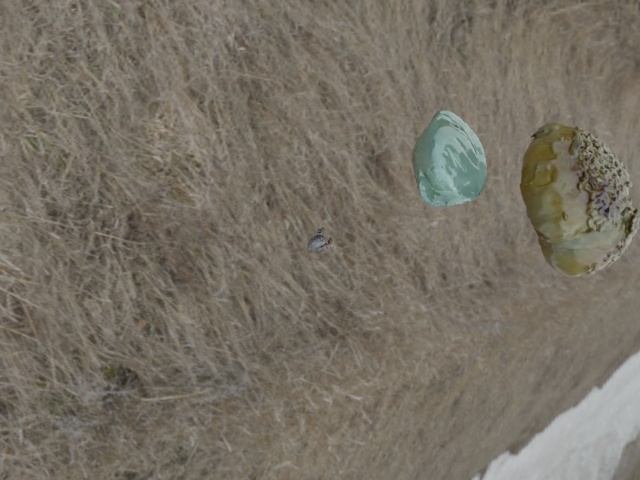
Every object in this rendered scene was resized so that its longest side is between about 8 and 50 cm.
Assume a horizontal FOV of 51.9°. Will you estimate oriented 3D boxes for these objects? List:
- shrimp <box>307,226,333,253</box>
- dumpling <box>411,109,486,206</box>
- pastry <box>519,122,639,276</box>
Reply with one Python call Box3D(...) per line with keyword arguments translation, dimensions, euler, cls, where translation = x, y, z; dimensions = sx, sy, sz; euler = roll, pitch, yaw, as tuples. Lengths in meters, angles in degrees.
Box3D(translation=(0.003, 0.002, 1.117), dimensions=(0.038, 0.029, 0.092), euler=(49, 25, -6), cls="shrimp")
Box3D(translation=(0.248, -0.158, 1.324), dimensions=(0.153, 0.108, 0.219), euler=(31, 67, -30), cls="dumpling")
Box3D(translation=(0.534, -0.086, 1.331), dimensions=(0.284, 0.184, 0.315), euler=(-50, 122, -48), cls="pastry")
